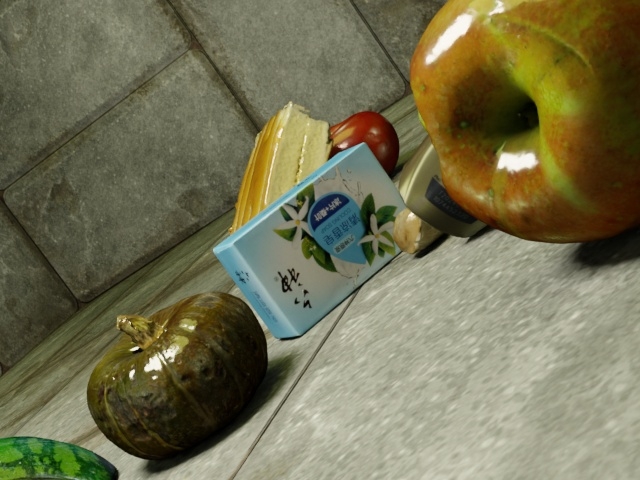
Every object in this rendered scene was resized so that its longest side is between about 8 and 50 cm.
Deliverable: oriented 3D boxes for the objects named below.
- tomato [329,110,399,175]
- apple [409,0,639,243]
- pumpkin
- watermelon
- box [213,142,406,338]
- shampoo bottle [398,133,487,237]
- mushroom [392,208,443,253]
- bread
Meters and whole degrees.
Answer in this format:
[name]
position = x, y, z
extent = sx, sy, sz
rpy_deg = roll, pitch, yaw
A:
[tomato]
position = 0.059, -0.153, 2.102
extent = 0.195, 0.136, 0.195
rpy_deg = -32, 10, 7
[apple]
position = 0.209, -0.120, 0.933
extent = 0.226, 0.246, 0.246
rpy_deg = -22, -4, -45
[pumpkin]
position = -0.165, 0.138, 1.252
extent = 0.219, 0.162, 0.219
rpy_deg = -37, 11, 9
[watermelon]
position = -0.316, 0.275, 1.332
extent = 0.146, 0.128, 0.231
rpy_deg = -18, 3, -11
[box]
position = 0.000, 0.000, 1.425
extent = 0.232, 0.143, 0.083
rpy_deg = -38, 9, -25
[shampoo bottle]
position = 0.214, -0.131, 1.148
extent = 0.350, 0.125, 0.084
rpy_deg = -48, 18, 46
[mushroom]
position = 0.154, -0.045, 1.397
extent = 0.059, 0.054, 0.202
rpy_deg = -29, 5, 45
[bread]
position = -0.070, -0.099, 1.977
extent = 0.239, 0.111, 0.246
rpy_deg = 172, 111, -72
